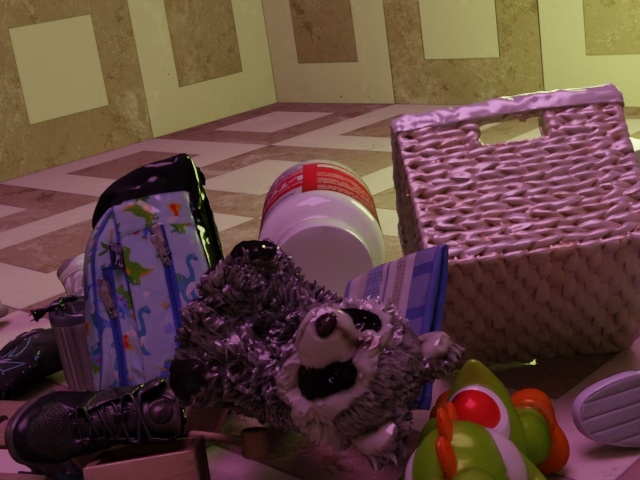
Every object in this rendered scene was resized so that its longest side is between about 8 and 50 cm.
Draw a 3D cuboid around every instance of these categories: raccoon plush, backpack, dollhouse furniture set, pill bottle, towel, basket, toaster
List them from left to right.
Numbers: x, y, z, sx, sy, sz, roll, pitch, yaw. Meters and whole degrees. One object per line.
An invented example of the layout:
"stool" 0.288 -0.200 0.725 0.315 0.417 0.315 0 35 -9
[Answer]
"dollhouse furniture set" -0.354 0.309 1.229 0.129 0.129 0.184 -2 47 22
"toaster" -0.341 0.159 1.613 0.227 0.146 0.129 -13 16 -18
"backpack" -0.227 0.105 1.425 0.273 0.356 0.290 -22 -13 -20
"pill bottle" 0.000 0.000 1.832 0.229 0.229 0.408 -8 16 1
"raccoon plush" 0.029 0.156 1.197 0.299 0.216 0.446 22 -5 22
"towel" 0.083 0.127 1.293 0.034 0.209 0.285 16 -17 -19
"basket" 0.282 -0.004 1.435 0.328 0.331 0.266 -8 55 3

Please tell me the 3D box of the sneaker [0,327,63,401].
"sneaker" -0.506 0.225 1.616 0.267 0.101 0.106 -17 41 -30

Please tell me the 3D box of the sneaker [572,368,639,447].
"sneaker" 0.423 0.198 1.247 0.258 0.094 0.091 -8 -2 -14

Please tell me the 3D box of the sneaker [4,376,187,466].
"sneaker" -0.247 0.206 1.167 0.130 0.087 0.227 -20 -14 39

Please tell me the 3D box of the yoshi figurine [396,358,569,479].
"yoshi figurine" 0.169 0.271 1.042 0.203 0.203 0.362 38 14 10

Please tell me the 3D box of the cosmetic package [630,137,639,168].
"cosmetic package" 0.484 -0.049 1.765 0.224 0.225 0.138 -13 15 -16

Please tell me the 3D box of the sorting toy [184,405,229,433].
"sorting toy" -0.146 0.214 1.302 0.062 0.083 0.012 25 0 -37

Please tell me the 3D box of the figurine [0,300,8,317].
"figurine" -0.736 0.160 1.911 0.214 0.092 0.209 -5 19 8

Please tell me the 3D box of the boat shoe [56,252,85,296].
"boat shoe" -0.379 0.058 2.074 0.320 0.103 0.118 -15 -22 -33

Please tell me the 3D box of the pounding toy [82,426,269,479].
"pounding toy" -0.159 0.286 1.200 0.206 0.094 0.181 -9 -3 -3
